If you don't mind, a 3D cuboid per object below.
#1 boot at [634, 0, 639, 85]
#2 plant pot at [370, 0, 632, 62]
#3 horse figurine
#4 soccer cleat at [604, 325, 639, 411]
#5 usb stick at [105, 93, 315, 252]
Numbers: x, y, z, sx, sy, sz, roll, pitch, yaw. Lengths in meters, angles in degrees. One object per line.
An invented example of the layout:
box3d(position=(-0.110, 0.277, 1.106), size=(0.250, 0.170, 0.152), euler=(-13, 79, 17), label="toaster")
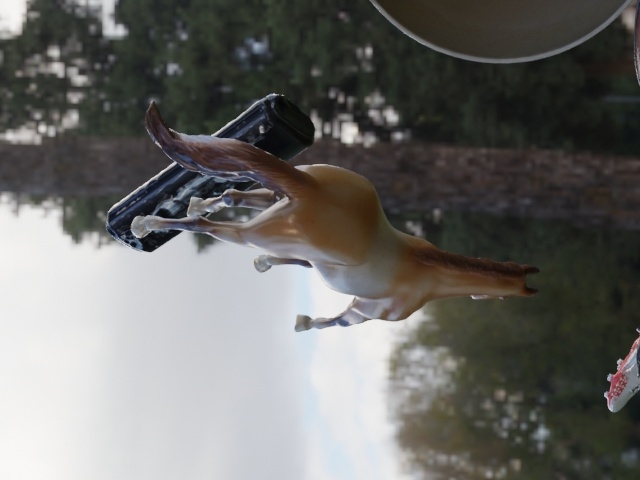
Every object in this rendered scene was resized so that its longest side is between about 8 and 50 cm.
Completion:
box3d(position=(0.261, -0.054, 0.948), size=(0.280, 0.096, 0.264), euler=(-44, -50, -75), label="boot")
box3d(position=(0.168, -0.322, 1.289), size=(0.191, 0.284, 0.284), euler=(-62, -28, -62), label="plant pot")
box3d(position=(0.000, 0.000, 0.908), size=(0.263, 0.174, 0.066), euler=(37, -123, -44), label="horse figurine")
box3d(position=(0.227, 0.088, 1.009), size=(0.029, 0.036, 0.083), euler=(1, -62, -58), label="soccer cleat")
box3d(position=(-0.121, -0.068, 1.557), size=(0.077, 0.278, 0.045), euler=(34, -140, -32), label="usb stick")
